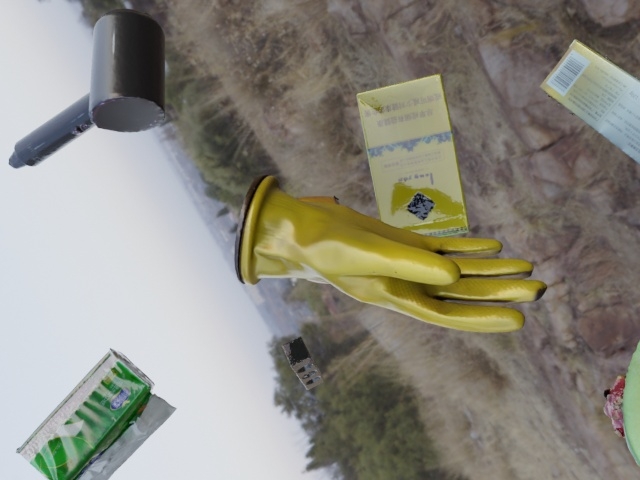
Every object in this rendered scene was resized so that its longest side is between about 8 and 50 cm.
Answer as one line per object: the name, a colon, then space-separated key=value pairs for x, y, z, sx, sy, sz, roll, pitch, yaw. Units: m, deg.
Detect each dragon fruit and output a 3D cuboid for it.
dragon fruit: x=0.595 y=0.314 z=1.095 sx=0.166 sy=0.133 sz=0.136 roll=48 pitch=-166 yaw=-17

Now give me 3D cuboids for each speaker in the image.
speaker: x=-0.030 y=0.232 z=1.127 sx=0.046 sy=0.040 sz=0.191 roll=61 pitch=175 yaw=26

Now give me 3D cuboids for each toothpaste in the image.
toothpaste: x=0.425 y=-0.150 z=0.783 sx=0.071 sy=0.089 sz=0.313 roll=11 pitch=-145 yaw=-40

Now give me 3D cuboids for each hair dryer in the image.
hair dryer: x=-0.259 y=-0.141 z=0.647 sx=0.070 sy=0.247 sz=0.114 roll=22 pitch=-125 yaw=-48

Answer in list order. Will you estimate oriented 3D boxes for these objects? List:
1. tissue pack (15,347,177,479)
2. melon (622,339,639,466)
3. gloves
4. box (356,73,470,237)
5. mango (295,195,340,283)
tissue pack: x=-0.373 y=0.315 z=1.032 sx=0.156 sy=0.209 sz=0.148 roll=41 pitch=163 yaw=1
melon: x=0.511 y=0.156 z=0.783 sx=0.196 sy=0.324 sz=0.124 roll=31 pitch=-158 yaw=-14
gloves: x=0.073 y=0.015 z=0.602 sx=0.116 sy=0.294 sz=0.133 roll=92 pitch=-167 yaw=-45
box: x=0.164 y=-0.138 z=1.060 sx=0.041 sy=0.152 sz=0.279 roll=-24 pitch=-77 yaw=-74
mango: x=0.000 y=0.000 z=1.127 sx=0.252 sy=0.154 sz=0.126 roll=27 pitch=-157 yaw=-44
